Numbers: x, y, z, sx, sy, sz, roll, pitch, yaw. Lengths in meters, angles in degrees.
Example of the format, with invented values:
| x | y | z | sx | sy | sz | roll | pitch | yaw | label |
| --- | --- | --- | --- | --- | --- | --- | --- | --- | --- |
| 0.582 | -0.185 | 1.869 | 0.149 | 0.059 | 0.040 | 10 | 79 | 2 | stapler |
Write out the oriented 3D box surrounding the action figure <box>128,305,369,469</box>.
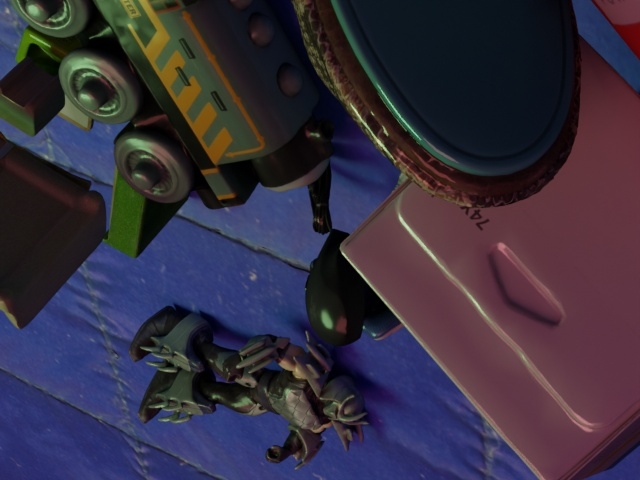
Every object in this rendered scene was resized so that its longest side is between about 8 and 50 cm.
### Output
| x | y | z | sx | sy | sz | roll | pitch | yaw | label |
| --- | --- | --- | --- | --- | --- | --- | --- | --- | --- |
| -0.068 | 0.157 | 1.714 | 0.285 | 0.099 | 0.185 | 9 | 131 | 34 | action figure |

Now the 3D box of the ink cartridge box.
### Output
| x | y | z | sx | sy | sz | roll | pitch | yaw | label |
| --- | --- | --- | --- | --- | --- | --- | --- | --- | --- |
| 0.175 | 0.022 | 1.063 | 0.198 | 0.197 | 0.270 | 49 | -171 | 15 | ink cartridge box |

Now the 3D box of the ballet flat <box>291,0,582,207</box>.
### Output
| x | y | z | sx | sy | sz | roll | pitch | yaw | label |
| --- | --- | --- | --- | --- | --- | --- | --- | --- | --- |
| 0.025 | -0.226 | 0.979 | 0.182 | 0.164 | 0.483 | 128 | 126 | -67 | ballet flat |

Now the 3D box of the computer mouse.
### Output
| x | y | z | sx | sy | sz | roll | pitch | yaw | label |
| --- | --- | --- | --- | --- | --- | --- | --- | --- | --- |
| 0.000 | 0.000 | 1.358 | 0.041 | 0.242 | 0.071 | 0 | 125 | -9 | computer mouse |

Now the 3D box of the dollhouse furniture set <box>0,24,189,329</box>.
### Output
| x | y | z | sx | sy | sz | roll | pitch | yaw | label |
| --- | --- | --- | --- | --- | --- | --- | --- | --- | --- |
| -0.275 | -0.038 | 1.496 | 0.197 | 0.301 | 0.151 | 31 | 144 | 10 | dollhouse furniture set |

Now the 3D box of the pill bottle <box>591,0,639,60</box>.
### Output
| x | y | z | sx | sy | sz | roll | pitch | yaw | label |
| --- | --- | --- | --- | --- | --- | --- | --- | --- | --- |
| 0.257 | -0.172 | 0.867 | 0.407 | 0.229 | 0.229 | 48 | 147 | -12 | pill bottle |

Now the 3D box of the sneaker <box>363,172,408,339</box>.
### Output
| x | y | z | sx | sy | sz | roll | pitch | yaw | label |
| --- | --- | --- | --- | --- | --- | --- | --- | --- | --- |
| 0.099 | -0.017 | 1.304 | 0.112 | 0.131 | 0.296 | 35 | 146 | 12 | sneaker |

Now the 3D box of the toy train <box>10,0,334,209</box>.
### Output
| x | y | z | sx | sy | sz | roll | pitch | yaw | label |
| --- | --- | --- | --- | --- | --- | --- | --- | --- | --- |
| -0.118 | -0.166 | 1.351 | 0.190 | 0.142 | 0.334 | -7 | 126 | 37 | toy train |
